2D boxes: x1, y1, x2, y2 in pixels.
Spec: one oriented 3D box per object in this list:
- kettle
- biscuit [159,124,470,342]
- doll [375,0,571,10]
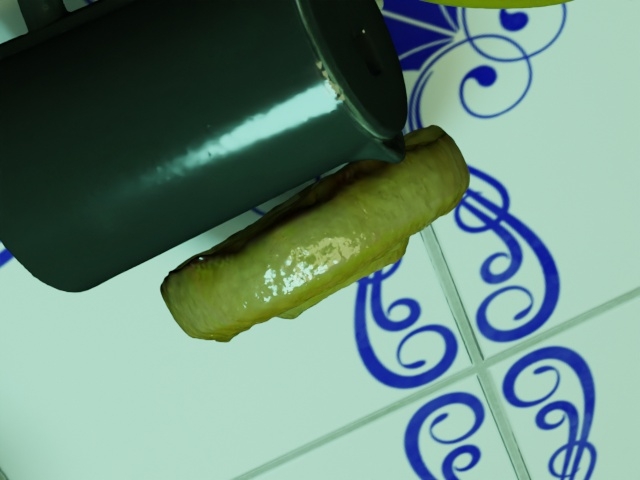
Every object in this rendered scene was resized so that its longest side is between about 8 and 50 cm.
[{"bbox_3d":[-0.111,-0.134,1.268,0.308,0.262,0.203,-23,160,21],"label":"kettle"},{"bbox_3d":[0.000,0.000,1.403,0.296,0.296,0.102,-30,94,3],"label":"biscuit"},{"bbox_3d":[0.046,-0.291,1.298,0.348,0.161,0.423,-22,132,25],"label":"doll"}]
